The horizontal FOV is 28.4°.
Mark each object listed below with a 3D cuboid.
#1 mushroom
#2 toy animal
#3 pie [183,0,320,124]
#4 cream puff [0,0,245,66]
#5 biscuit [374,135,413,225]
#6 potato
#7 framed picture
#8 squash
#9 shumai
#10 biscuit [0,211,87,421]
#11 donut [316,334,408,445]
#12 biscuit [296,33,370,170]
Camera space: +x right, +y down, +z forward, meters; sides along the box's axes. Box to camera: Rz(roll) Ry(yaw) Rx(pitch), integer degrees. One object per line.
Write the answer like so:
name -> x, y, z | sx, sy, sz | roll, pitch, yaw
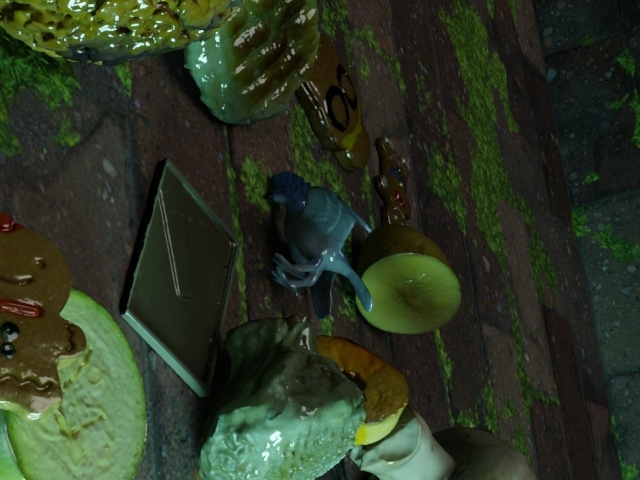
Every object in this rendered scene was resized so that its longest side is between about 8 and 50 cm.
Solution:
mushroom -> 0.170, 0.367, 1.895 | 0.290, 0.298, 0.297 | 62, 27, -16
toy animal -> 0.000, 0.000, 1.895 | 0.255, 0.239, 0.176 | 36, 57, 11
pie -> -0.089, -0.304, 1.850 | 0.306, 0.071, 0.306 | -41, 143, -42
cream puff -> -0.225, -0.311, 1.386 | 0.343, 0.327, 0.231 | -25, 106, -83
biscuit -> 0.143, -0.090, 2.405 | 0.138, 0.031, 0.205 | 49, 36, -45
potato -> 0.136, 0.043, 2.165 | 0.203, 0.178, 0.158 | 29, 33, -35
framed picture -> -0.178, 0.044, 1.650 | 0.192, 0.018, 0.265 | 54, 32, -38
squash -> -0.269, 0.174, 1.336 | 0.252, 0.049, 0.252 | 42, 40, -49
shumai -> -0.077, 0.200, 1.591 | 0.222, 0.225, 0.261 | 54, 9, 16
biscuit -> -0.308, 0.067, 1.245 | 0.166, 0.036, 0.225 | 15, 50, -22
donut -> 0.029, 0.221, 1.816 | 0.174, 0.190, 0.074 | -56, 163, -56
biscuit -> 0.023, -0.258, 2.231 | 0.290, 0.041, 0.208 | 63, 26, -25
